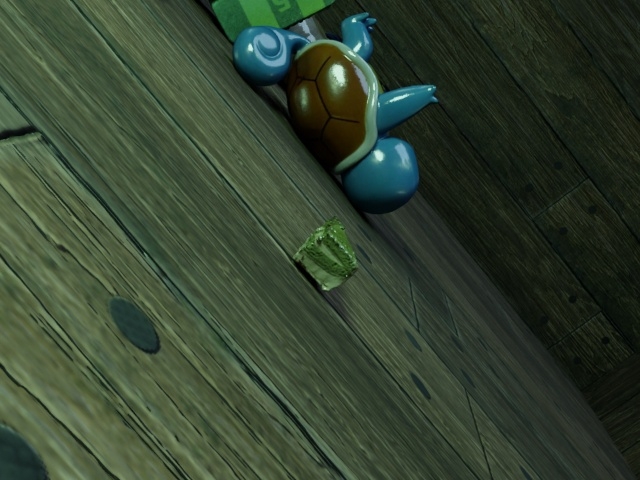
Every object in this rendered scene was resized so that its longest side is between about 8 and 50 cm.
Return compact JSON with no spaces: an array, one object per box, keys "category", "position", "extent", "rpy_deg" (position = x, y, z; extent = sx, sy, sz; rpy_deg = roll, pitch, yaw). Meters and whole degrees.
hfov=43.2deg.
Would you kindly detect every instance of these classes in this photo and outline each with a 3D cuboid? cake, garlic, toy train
[{"category":"cake","position":[0.000,0.000,0.849],"extent":[0.055,0.051,0.140],"rpy_deg":[46,10,-20]},{"category":"garlic","position":[-0.064,-0.444,1.816],"extent":[0.227,0.152,0.228],"rpy_deg":[57,6,-9]},{"category":"toy train","position":[-0.104,-0.516,1.534],"extent":[0.238,0.299,0.166],"rpy_deg":[60,5,-37]}]

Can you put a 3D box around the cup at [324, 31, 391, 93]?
[{"category":"cup","position":[0.015,-0.397,2.072],"extent":[0.255,0.178,0.256],"rpy_deg":[8,-20,40]}]

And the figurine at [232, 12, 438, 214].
[{"category":"figurine","position":[0.042,-0.251,1.446],"extent":[0.416,0.298,0.243],"rpy_deg":[47,45,-12]}]
